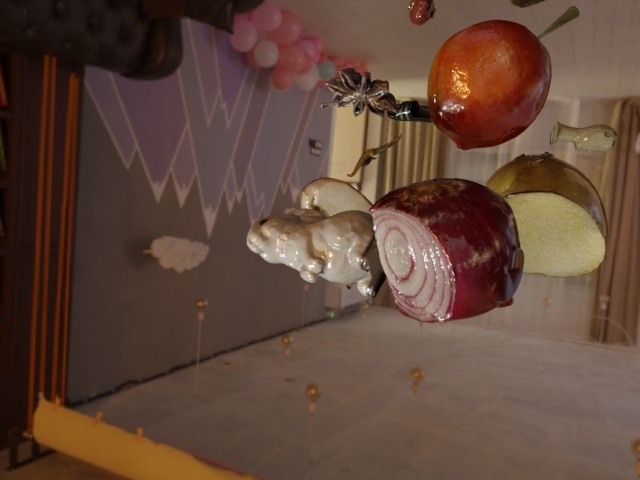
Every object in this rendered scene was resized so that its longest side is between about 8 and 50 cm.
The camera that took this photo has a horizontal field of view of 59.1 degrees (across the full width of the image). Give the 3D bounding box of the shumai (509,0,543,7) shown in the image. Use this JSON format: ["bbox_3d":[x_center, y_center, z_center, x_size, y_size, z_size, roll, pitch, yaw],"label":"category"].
[{"bbox_3d":[0.607,-0.776,1.626,0.184,0.142,0.184,-9,166,-2],"label":"shumai"}]

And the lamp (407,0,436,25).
[{"bbox_3d":[0.333,-0.761,1.860,0.090,0.101,0.101,20,-175,1],"label":"lamp"}]

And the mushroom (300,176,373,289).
[{"bbox_3d":[0.071,-0.075,1.862,0.224,0.397,0.314,-32,-151,1],"label":"mushroom"}]

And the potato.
[{"bbox_3d":[0.761,-0.105,1.939,0.442,0.319,0.385,42,140,-20],"label":"potato"}]

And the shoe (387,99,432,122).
[{"bbox_3d":[0.294,-0.407,1.744,0.179,0.071,0.049,12,147,20],"label":"shoe"}]

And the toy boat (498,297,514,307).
[{"bbox_3d":[0.296,0.071,1.266,0.392,0.136,0.079,29,156,-34],"label":"toy boat"}]

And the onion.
[{"bbox_3d":[0.220,0.004,0.897,0.207,0.216,0.206,-33,-152,-28],"label":"onion"}]

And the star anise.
[{"bbox_3d":[0.112,-0.432,1.659,0.262,0.081,0.230,2,161,45],"label":"star anise"}]

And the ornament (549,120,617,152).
[{"bbox_3d":[0.692,-0.270,1.481,0.156,0.081,0.075,11,164,10],"label":"ornament"}]

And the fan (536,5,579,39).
[{"bbox_3d":[0.738,-0.676,1.800,0.038,0.016,0.193,45,149,-9],"label":"fan"}]

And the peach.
[{"bbox_3d":[0.470,-0.438,1.612,0.372,0.373,0.290,1,-148,-38],"label":"peach"}]

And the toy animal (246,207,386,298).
[{"bbox_3d":[0.000,0.000,1.418,0.357,0.194,0.258,16,-134,25],"label":"toy animal"}]

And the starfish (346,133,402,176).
[{"bbox_3d":[0.170,-0.274,1.800,0.216,0.050,0.223,-31,-172,1],"label":"starfish"}]
